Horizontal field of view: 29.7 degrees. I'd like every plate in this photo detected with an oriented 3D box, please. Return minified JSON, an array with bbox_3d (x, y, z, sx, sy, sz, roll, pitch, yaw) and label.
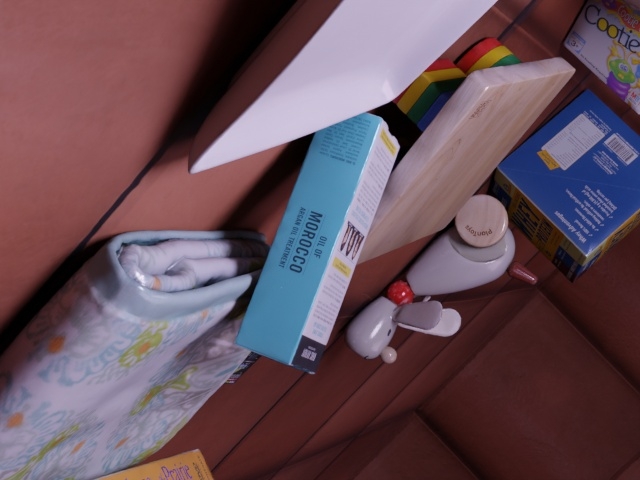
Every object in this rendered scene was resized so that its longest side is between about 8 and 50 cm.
[{"bbox_3d":[0.045,-0.172,0.947,0.278,0.045,0.277,-25,167,-45],"label":"plate"}]

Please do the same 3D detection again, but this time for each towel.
[{"bbox_3d":[-0.190,0.127,1.148,0.320,0.090,0.374,-49,164,15],"label":"towel"}]

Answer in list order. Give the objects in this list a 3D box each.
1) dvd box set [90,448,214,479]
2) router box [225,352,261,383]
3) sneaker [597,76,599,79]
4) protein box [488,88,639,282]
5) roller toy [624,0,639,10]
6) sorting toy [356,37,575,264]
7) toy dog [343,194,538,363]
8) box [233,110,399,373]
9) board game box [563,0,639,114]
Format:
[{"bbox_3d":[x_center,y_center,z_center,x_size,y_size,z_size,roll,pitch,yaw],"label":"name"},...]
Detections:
[{"bbox_3d":[-0.310,0.333,1.269,0.308,0.062,0.420,-31,170,9],"label":"dvd box set"},{"bbox_3d":[-0.106,0.131,1.467,0.092,0.038,0.122,-46,164,5],"label":"router box"},{"bbox_3d":[0.491,-0.306,1.776,0.115,0.105,0.281,-12,-166,40],"label":"sneaker"},{"bbox_3d":[0.406,-0.084,1.888,0.201,0.200,0.136,-40,164,-11],"label":"protein box"},{"bbox_3d":[0.401,-0.330,1.320,0.209,0.146,0.191,-33,153,-16],"label":"roller toy"},{"bbox_3d":[0.125,-0.109,1.315,0.257,0.089,0.255,-53,163,29],"label":"sorting toy"},{"bbox_3d":[0.208,0.084,1.908,0.333,0.161,0.220,-50,163,22],"label":"toy dog"},{"bbox_3d":[0.000,0.000,1.148,0.100,0.060,0.244,40,70,-73],"label":"box"},{"bbox_3d":[0.471,-0.311,1.557,0.275,0.144,0.142,-35,163,-28],"label":"board game box"}]
